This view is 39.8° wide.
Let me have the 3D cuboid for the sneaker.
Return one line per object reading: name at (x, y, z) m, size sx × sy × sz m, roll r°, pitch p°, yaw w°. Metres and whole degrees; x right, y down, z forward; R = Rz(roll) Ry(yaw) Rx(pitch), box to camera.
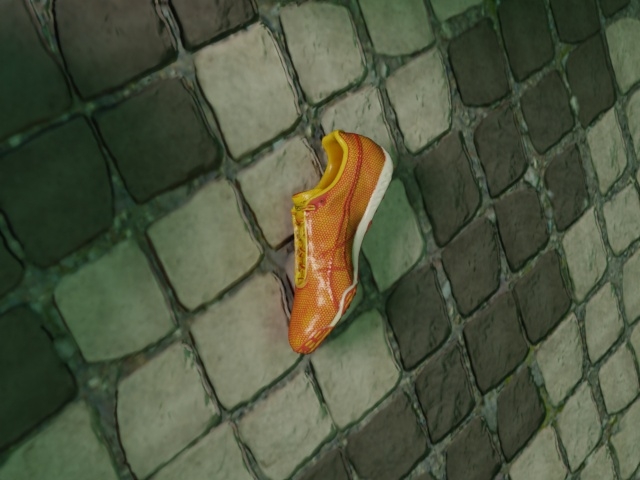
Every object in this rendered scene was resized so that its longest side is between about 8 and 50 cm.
sneaker at (0.000, 0.000, 0.674) m, size 0.067 × 0.064 × 0.175 m, roll 21°, pitch 74°, yaw -20°
